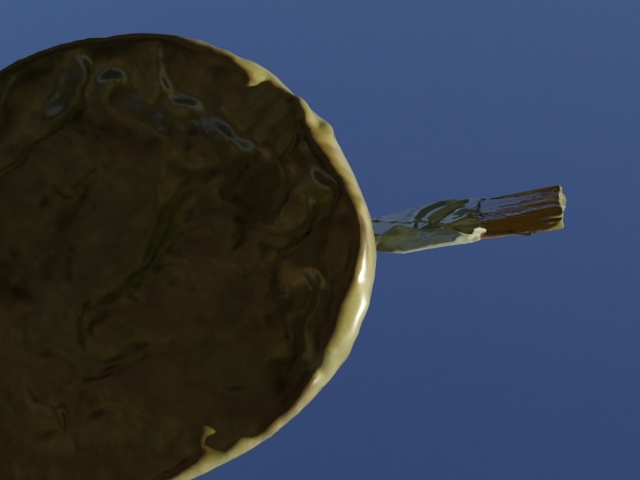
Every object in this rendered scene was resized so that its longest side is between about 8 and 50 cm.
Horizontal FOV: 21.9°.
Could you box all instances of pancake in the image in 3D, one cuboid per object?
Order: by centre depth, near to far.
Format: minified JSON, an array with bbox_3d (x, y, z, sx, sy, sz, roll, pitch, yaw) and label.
[{"bbox_3d":[-0.092,0.014,0.770,0.241,0.050,0.242,-6,-114,12],"label":"pancake"}]

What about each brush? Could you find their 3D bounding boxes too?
[{"bbox_3d":[0.000,0.000,1.133,0.336,0.020,0.085,-9,-165,12],"label":"brush"}]
